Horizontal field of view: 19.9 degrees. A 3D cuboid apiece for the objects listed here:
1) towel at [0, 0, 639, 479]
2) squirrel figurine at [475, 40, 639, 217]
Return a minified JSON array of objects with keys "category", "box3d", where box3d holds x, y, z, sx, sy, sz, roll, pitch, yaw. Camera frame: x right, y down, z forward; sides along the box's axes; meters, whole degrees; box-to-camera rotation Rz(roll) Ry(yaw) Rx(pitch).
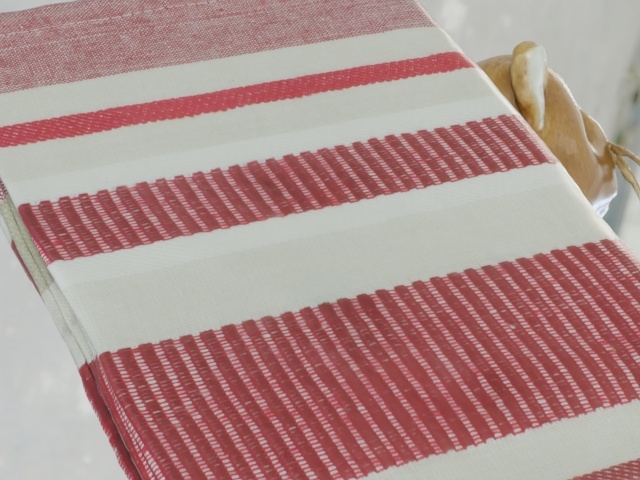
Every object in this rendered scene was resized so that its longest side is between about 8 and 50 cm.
[{"category":"towel","box3d":[0.000,0.000,0.732,0.237,0.329,0.037,-13,136,-25]},{"category":"squirrel figurine","box3d":[0.100,0.045,1.303,0.397,0.281,0.370,1,81,-33]}]
